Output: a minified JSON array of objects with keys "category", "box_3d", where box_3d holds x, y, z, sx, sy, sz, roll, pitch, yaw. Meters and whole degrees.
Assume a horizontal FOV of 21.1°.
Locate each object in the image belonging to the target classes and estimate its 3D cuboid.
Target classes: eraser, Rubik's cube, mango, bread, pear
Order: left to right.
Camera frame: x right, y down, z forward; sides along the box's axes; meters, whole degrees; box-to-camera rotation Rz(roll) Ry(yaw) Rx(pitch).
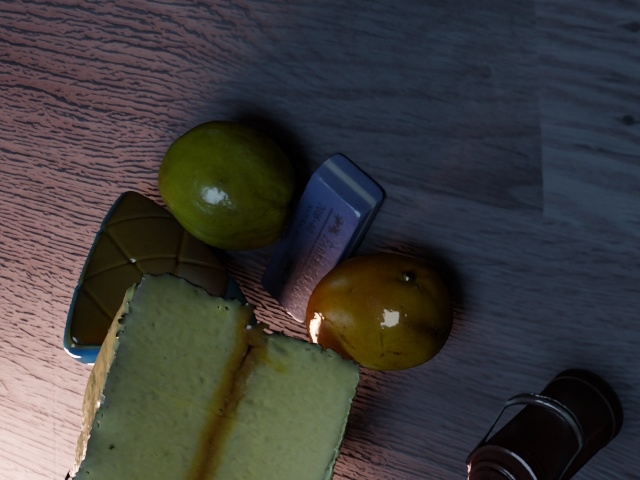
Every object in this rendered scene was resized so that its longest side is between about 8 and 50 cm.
[{"category":"Rubik's cube","box_3d":[-0.233,0.062,2.197,0.254,0.254,0.254,21,127,31]},{"category":"bread","box_3d":[-0.118,0.240,1.999,0.345,0.242,0.405,14,157,-16]},{"category":"pear","box_3d":[-0.103,-0.064,2.000,0.162,0.149,0.149,27,130,15]},{"category":"eraser","box_3d":[0.000,0.000,2.021,0.082,0.036,0.225,43,136,16]},{"category":"mango","box_3d":[0.059,0.088,1.966,0.219,0.112,0.145,-22,108,48]}]

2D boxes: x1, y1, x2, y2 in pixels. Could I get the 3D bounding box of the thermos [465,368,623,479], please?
[{"category":"thermos","box_3d":[0.223,0.233,1.820,0.099,0.232,0.124,30,132,24]}]
